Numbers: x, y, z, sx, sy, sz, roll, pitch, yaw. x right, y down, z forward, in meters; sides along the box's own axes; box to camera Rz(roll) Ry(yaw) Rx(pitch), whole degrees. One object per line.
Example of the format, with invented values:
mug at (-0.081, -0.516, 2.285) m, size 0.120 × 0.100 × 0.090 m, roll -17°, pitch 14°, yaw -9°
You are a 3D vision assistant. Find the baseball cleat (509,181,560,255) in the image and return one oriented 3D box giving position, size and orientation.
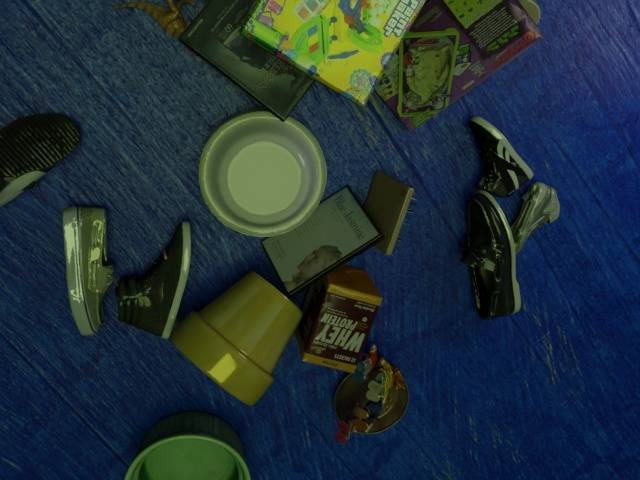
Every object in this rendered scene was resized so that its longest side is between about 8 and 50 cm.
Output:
baseball cleat at (0.530, -0.040, 1.603) m, size 0.109 × 0.072 × 0.205 m, roll 16°, pitch 107°, yaw -19°

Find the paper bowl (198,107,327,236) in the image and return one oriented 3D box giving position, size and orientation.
paper bowl at (-0.127, -0.147, 1.438) m, size 0.284 × 0.148 × 0.284 m, roll -2°, pitch 105°, yaw -7°

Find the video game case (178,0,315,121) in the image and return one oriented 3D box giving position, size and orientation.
video game case at (-0.131, -0.411, 1.373) m, size 0.274 × 0.026 × 0.196 m, roll 37°, pitch 77°, yaw -8°

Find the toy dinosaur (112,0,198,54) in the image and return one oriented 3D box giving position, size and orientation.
toy dinosaur at (-0.321, -0.472, 1.360) m, size 0.211 × 0.064 × 0.112 m, roll 34°, pitch 100°, yaw -15°

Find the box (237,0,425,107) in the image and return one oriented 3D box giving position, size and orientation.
box at (0.033, -0.460, 1.266) m, size 0.279 × 0.177 × 0.290 m, roll 30°, pitch 101°, yaw -10°

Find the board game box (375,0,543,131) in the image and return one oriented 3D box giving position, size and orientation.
board game box at (0.268, -0.410, 1.391) m, size 0.347 × 0.056 × 0.208 m, roll -33°, pitch 106°, yaw 32°

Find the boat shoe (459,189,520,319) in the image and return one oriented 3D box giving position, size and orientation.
boat shoe at (0.398, 0.048, 1.580) m, size 0.113 × 0.127 × 0.340 m, roll -23°, pitch 118°, yaw -14°

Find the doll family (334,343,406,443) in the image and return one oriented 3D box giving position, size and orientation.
doll family at (0.135, 0.387, 1.590) m, size 0.118 × 0.163 × 0.263 m, roll 20°, pitch 105°, yaw 20°

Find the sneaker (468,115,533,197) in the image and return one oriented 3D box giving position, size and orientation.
sneaker at (0.402, -0.184, 1.537) m, size 0.217 × 0.079 × 0.121 m, roll 42°, pitch 95°, yaw -18°

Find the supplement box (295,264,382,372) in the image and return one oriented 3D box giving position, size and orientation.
supplement box at (0.035, 0.173, 1.527) m, size 0.129 × 0.191 × 0.194 m, roll 16°, pitch 104°, yaw -13°

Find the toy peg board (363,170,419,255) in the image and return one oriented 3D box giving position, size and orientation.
toy peg board at (0.172, -0.061, 1.506) m, size 0.079 × 0.160 × 0.161 m, roll 11°, pitch 105°, yaw -27°

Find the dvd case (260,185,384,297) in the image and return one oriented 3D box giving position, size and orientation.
dvd case at (0.000, 0.000, 1.490) m, size 0.253 × 0.180 × 0.022 m, roll -33°, pitch 141°, yaw 2°

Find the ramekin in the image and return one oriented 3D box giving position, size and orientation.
ramekin at (-0.327, 0.579, 1.613) m, size 0.303 × 0.148 × 0.303 m, roll -2°, pitch 106°, yaw -8°

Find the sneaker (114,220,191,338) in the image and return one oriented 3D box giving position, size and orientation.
sneaker at (-0.388, 0.084, 1.485) m, size 0.147 × 0.104 × 0.295 m, roll 13°, pitch 108°, yaw -17°

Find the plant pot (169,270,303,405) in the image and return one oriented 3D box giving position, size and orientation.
plant pot at (-0.177, 0.210, 1.494) m, size 0.254 × 0.254 × 0.239 m, roll 42°, pitch 80°, yaw -17°

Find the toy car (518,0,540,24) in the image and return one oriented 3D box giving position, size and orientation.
toy car at (0.396, -0.496, 1.431) m, size 0.136 × 0.159 × 0.182 m, roll -24°, pitch 115°, yaw 39°

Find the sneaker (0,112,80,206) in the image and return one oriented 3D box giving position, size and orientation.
sneaker at (-0.668, -0.154, 1.380) m, size 0.330 × 0.146 × 0.122 m, roll -40°, pitch 99°, yaw -21°

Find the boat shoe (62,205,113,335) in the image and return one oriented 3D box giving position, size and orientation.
boat shoe at (-0.519, 0.070, 1.464) m, size 0.094 × 0.109 × 0.302 m, roll -5°, pitch 104°, yaw -9°

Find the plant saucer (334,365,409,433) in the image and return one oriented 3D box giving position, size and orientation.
plant saucer at (0.131, 0.411, 1.691) m, size 0.199 × 0.036 × 0.198 m, roll -2°, pitch 107°, yaw -8°
